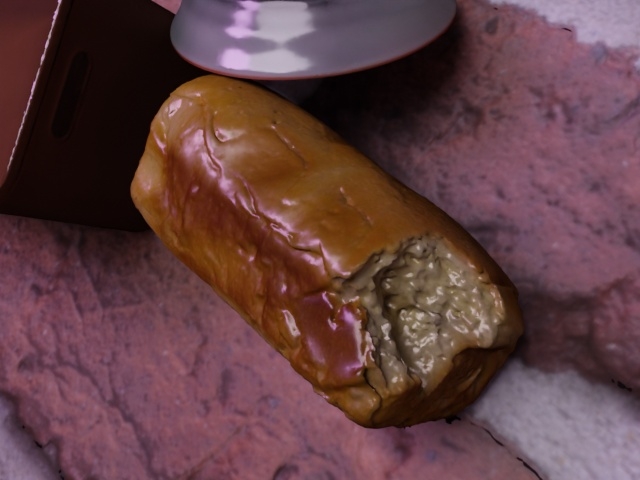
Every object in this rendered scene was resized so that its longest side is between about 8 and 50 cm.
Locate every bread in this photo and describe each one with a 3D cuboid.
[{"bbox_3d":[0.005,-0.005,0.762,0.344,0.195,0.149,39,111,32],"label":"bread"}]

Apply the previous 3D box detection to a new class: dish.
[{"bbox_3d":[-0.011,-0.235,0.834,0.260,0.085,0.260,-4,35,3],"label":"dish"}]

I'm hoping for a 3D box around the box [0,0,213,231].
[{"bbox_3d":[-0.306,-0.159,0.932,0.339,0.229,0.239,19,93,31],"label":"box"}]
